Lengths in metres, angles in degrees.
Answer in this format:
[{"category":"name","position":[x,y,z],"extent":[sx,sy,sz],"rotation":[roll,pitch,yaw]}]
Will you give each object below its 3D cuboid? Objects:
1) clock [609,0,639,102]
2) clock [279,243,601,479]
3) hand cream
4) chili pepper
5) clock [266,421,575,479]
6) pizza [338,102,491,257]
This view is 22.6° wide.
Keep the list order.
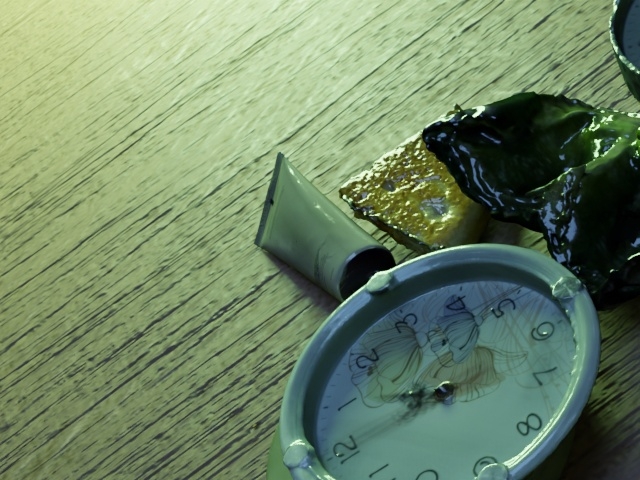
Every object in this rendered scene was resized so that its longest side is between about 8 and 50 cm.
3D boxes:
[{"category":"clock","position":[0.331,-0.184,1.257],"extent":[0.215,0.042,0.215],"rotation":[-20,41,19]},{"category":"clock","position":[0.086,0.103,1.094],"extent":[0.236,0.053,0.236],"rotation":[-20,41,19]},{"category":"hand cream","position":[0.000,0.000,1.306],"extent":[0.186,0.054,0.087],"rotation":[39,119,50]},{"category":"chili pepper","position":[0.211,-0.034,1.150],"extent":[0.148,0.116,0.264],"rotation":[-21,24,-31]},{"category":"clock","position":[0.069,0.140,1.138],"extent":[0.235,0.029,0.235],"rotation":[-21,39,18]},{"category":"pizza","position":[0.081,-0.035,1.289],"extent":[0.131,0.041,0.178],"rotation":[-15,44,9]}]
